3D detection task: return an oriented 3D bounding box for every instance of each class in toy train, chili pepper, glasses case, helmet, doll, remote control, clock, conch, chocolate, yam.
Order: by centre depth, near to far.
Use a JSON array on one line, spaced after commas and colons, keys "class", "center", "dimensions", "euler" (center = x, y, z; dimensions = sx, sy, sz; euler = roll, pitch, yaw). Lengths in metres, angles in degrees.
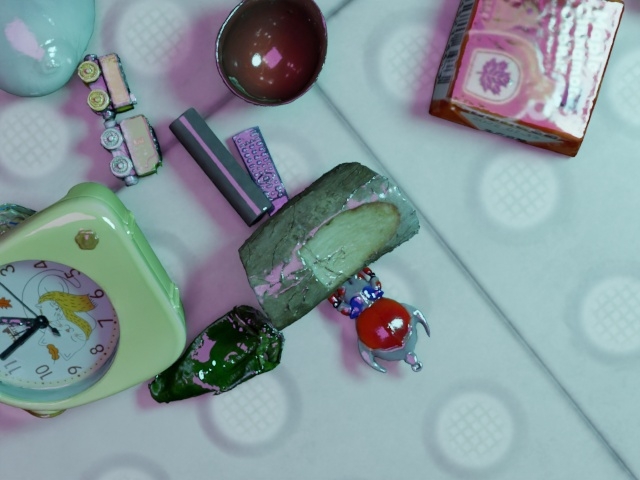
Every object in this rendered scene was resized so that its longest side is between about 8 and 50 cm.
[{"class": "clock", "center": [-0.389, 0.103, 1.490], "dimensions": [0.349, 0.117, 0.286], "euler": [-25, 114, 4]}, {"class": "yam", "center": [0.000, 0.000, 1.495], "dimensions": [0.254, 0.154, 0.154], "euler": [-38, 91, -4]}, {"class": "chocolate", "center": [0.300, -0.264, 1.508], "dimensions": [0.235, 0.108, 0.237], "euler": [18, 91, -1]}, {"class": "conch", "center": [-0.415, -0.317, 1.511], "dimensions": [0.185, 0.121, 0.221], "euler": [-7, 84, -18]}, {"class": "helmet", "center": [-0.068, -0.273, 1.512], "dimensions": [0.155, 0.106, 0.175], "euler": [16, 90, -2]}, {"class": "glasses case", "center": [-0.148, -0.105, 1.537], "dimensions": [0.042, 0.072, 0.190], "euler": [-39, 91, -15]}, {"class": "toy train", "center": [-0.292, -0.181, 1.544], "dimensions": [0.081, 0.060, 0.202], "euler": [-19, 92, -5]}, {"class": "doll", "center": [0.084, 0.116, 1.549], "dimensions": [0.104, 0.062, 0.194], "euler": [-37, 84, -27]}, {"class": "chili pepper", "center": [-0.158, 0.175, 1.556], "dimensions": [0.216, 0.062, 0.108], "euler": [-27, 85, 2]}, {"class": "remote control", "center": [-0.082, -0.093, 1.560], "dimensions": [0.044, 0.027, 0.152], "euler": [-24, 90, 6]}]

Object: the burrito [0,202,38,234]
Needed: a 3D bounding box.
[{"class": "burrito", "center": [-0.481, -0.008, 1.558], "dimensions": [0.288, 0.054, 0.104], "euler": [16, 90, 2]}]
